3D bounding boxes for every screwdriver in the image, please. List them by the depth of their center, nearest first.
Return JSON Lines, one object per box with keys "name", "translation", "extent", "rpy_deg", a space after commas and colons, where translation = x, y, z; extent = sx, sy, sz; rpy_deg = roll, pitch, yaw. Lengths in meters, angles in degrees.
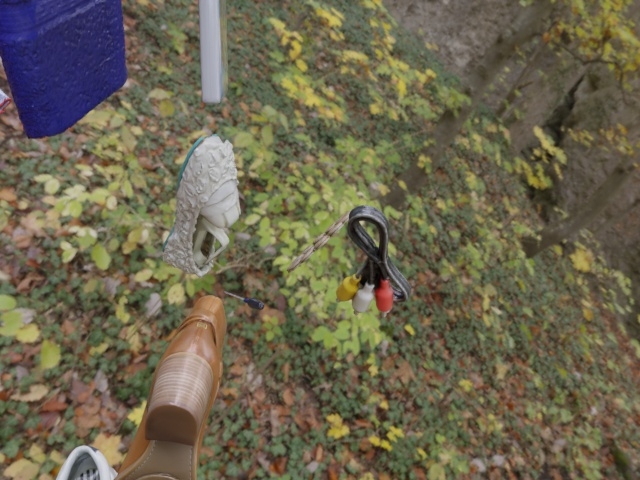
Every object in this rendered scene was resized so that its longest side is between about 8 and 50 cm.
{"name": "screwdriver", "translation": [-0.196, 0.147, 1.312], "extent": [0.169, 0.025, 0.024], "rpy_deg": [6, -42, 44]}

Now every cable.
{"name": "cable", "translation": [0.099, 0.055, 0.931], "extent": [0.139, 0.072, 0.287], "rpy_deg": [14, -30, 9]}

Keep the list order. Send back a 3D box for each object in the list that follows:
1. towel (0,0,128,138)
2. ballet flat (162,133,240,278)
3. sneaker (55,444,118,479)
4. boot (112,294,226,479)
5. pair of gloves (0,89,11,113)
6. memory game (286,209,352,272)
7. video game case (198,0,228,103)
{"name": "towel", "translation": [-0.360, -0.317, 0.715], "extent": [0.076, 0.308, 0.228], "rpy_deg": [19, 45, 8]}
{"name": "ballet flat", "translation": [-0.241, -0.054, 1.158], "extent": [0.146, 0.409, 0.147], "rpy_deg": [13, 51, -17]}
{"name": "sneaker", "translation": [-0.259, 0.330, 0.544], "extent": [0.258, 0.094, 0.091], "rpy_deg": [-122, -164, -58]}
{"name": "boot", "translation": [-0.134, 0.163, 0.512], "extent": [0.072, 0.197, 0.152], "rpy_deg": [21, 28, -11]}
{"name": "pair of gloves", "translation": [-0.695, -0.379, 1.147], "extent": [0.159, 0.198, 0.023], "rpy_deg": [46, -1, 0]}
{"name": "memory game", "translation": [0.000, 0.000, 1.093], "extent": [0.012, 0.186, 0.186], "rpy_deg": [47, 12, -3]}
{"name": "video game case", "translation": [-0.131, -0.286, 0.659], "extent": [0.023, 0.213, 0.193], "rpy_deg": [0, 19, -7]}
